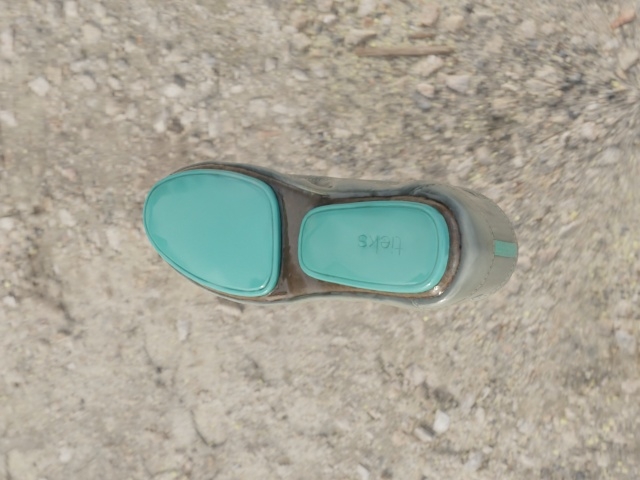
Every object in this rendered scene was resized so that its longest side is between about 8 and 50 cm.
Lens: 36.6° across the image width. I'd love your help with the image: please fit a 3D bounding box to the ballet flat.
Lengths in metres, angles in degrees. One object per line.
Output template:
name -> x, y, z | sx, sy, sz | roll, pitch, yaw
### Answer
ballet flat -> 0.000, 0.000, 0.485 | 0.213, 0.068, 0.072 | 7, 94, 40
